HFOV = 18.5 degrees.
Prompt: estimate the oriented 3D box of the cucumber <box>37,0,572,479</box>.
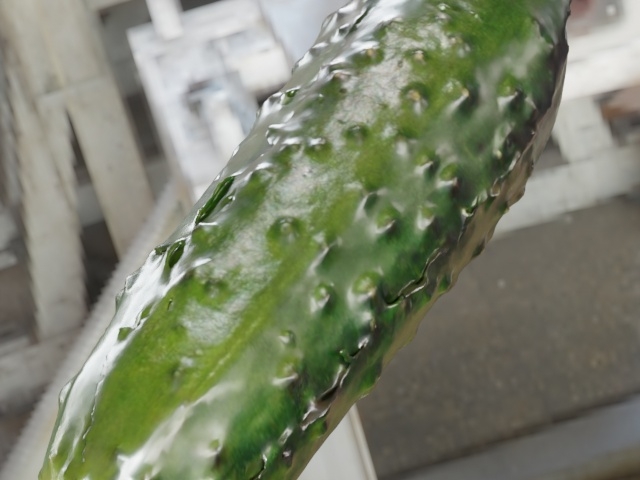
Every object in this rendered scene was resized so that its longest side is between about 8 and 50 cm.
[{"bbox_3d":[0.000,0.000,0.462,0.069,0.069,0.227,6,42,35],"label":"cucumber"}]
